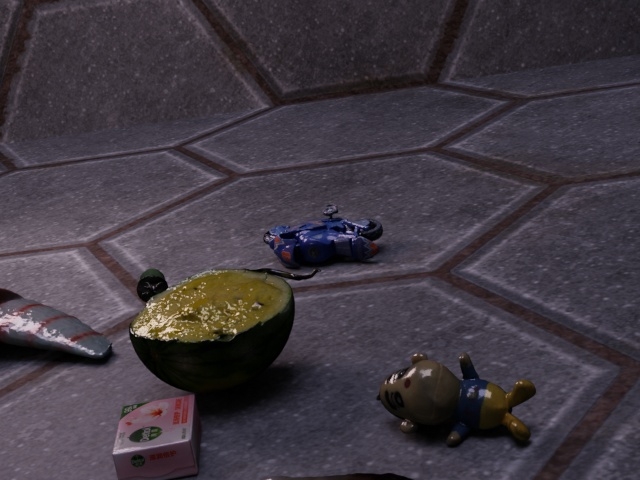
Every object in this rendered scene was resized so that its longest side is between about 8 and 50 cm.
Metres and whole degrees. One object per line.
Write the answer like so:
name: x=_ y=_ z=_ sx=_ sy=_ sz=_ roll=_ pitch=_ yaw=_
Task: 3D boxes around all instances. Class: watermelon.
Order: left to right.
watermelon: x=-0.126 y=0.119 z=1.422 sx=0.204 sy=0.127 sz=0.232 roll=-1 pitch=21 yaw=25

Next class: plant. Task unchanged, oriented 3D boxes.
plant: x=-0.260 y=0.080 z=1.755 sx=0.051 sy=0.051 sz=0.102 roll=-11 pitch=22 yaw=-6

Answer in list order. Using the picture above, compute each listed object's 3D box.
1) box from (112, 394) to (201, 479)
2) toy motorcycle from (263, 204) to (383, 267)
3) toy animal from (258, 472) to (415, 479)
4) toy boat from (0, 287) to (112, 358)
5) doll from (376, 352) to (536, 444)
box: x=-0.181 y=0.222 z=1.265 sx=0.089 sy=0.043 sz=0.125 roll=-10 pitch=17 yaw=-2
toy motorcycle: x=0.000 y=0.000 z=1.844 sx=0.205 sy=0.076 sz=0.114 roll=-4 pitch=27 yaw=12
toy animal: x=0.028 y=0.280 z=0.725 sx=0.302 sy=0.194 sz=0.344 roll=-10 pitch=22 yaw=17
toy boat: x=-0.413 y=0.128 z=1.653 sx=0.282 sy=0.096 sz=0.206 roll=8 pitch=8 yaw=21
doll: x=0.139 y=0.170 z=1.211 sx=0.179 sy=0.102 sz=0.089 roll=-3 pitch=-25 yaw=32
